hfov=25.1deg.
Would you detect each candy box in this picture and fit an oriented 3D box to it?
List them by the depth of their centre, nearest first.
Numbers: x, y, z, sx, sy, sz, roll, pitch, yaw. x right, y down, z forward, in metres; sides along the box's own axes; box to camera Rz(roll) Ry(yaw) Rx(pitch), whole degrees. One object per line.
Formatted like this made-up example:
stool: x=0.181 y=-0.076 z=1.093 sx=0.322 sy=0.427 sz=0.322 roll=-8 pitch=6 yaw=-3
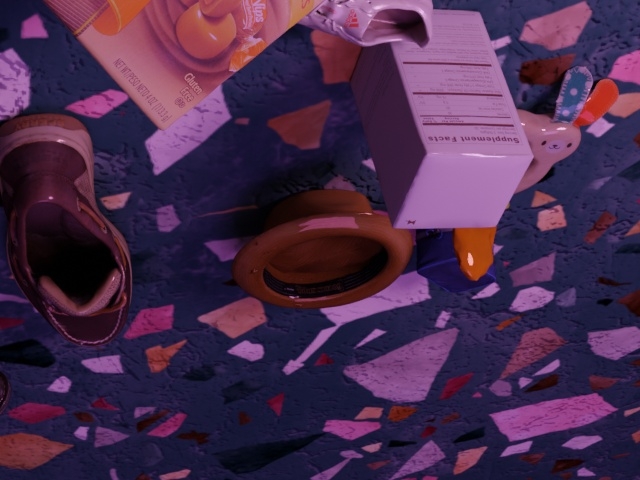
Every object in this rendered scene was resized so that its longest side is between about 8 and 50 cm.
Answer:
candy box: x=-0.132 y=-0.235 z=0.999 sx=0.183 sy=0.087 sz=0.316 roll=-40 pitch=142 yaw=0

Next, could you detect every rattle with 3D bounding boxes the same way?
rattle: x=0.214 y=-0.071 z=1.442 sx=0.199 sy=0.143 sz=0.130 roll=-20 pitch=127 yaw=18

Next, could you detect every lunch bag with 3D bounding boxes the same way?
lunch bag: x=0.147 y=0.009 z=1.588 sx=0.067 sy=0.065 sz=0.098 roll=-17 pitch=150 yaw=32

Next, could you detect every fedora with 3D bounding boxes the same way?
fedora: x=0.000 y=0.000 z=1.509 sx=0.194 sy=0.079 sz=0.194 roll=-5 pitch=148 yaw=-3

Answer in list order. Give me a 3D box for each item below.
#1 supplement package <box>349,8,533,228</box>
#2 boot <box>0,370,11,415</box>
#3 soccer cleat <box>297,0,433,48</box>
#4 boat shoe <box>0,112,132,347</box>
supplement package: x=0.105 y=-0.111 z=1.302 sx=0.105 sy=0.179 sz=0.105 roll=-1 pitch=144 yaw=-19
boot: x=-0.469 y=0.131 z=1.516 sx=0.262 sy=0.091 sz=0.229 roll=-6 pitch=145 yaw=-8
soccer cleat: x=0.009 y=-0.205 z=1.226 sx=0.196 sy=0.076 sz=0.068 roll=2 pitch=142 yaw=-22
boat shoe: x=-0.248 y=0.026 z=1.416 sx=0.123 sy=0.123 sz=0.342 roll=-9 pitch=145 yaw=-8
